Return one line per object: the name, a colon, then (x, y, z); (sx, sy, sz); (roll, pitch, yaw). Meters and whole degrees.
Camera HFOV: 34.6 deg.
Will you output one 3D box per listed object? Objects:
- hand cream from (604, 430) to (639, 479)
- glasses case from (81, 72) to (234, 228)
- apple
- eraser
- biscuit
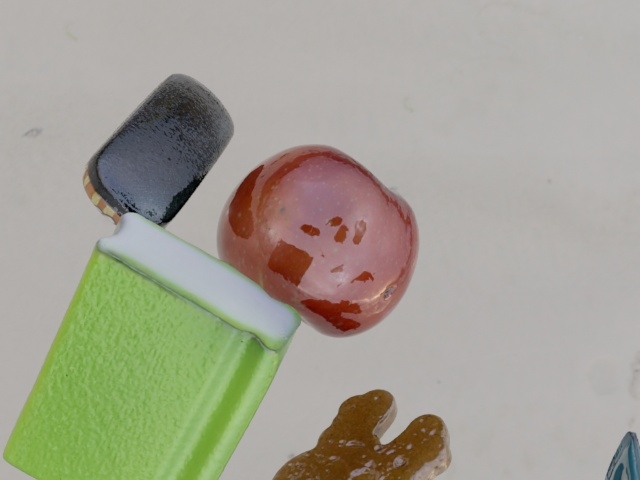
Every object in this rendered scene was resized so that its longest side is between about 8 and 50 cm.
hand cream: (0.263, 0.263, 0.867); (0.048, 0.083, 0.224); (12, 34, 3)
glasses case: (-0.199, -0.115, 1.306); (0.122, 0.082, 0.321); (46, 31, -14)
apple: (0.000, 0.000, 1.331); (0.260, 0.260, 0.216); (35, 83, -19)
eraser: (-0.165, 0.142, 1.000); (0.210, 0.274, 0.092); (30, 21, -1)
biscuit: (0.028, 0.306, 1.249); (0.295, 0.186, 0.044); (-40, 129, -26)
